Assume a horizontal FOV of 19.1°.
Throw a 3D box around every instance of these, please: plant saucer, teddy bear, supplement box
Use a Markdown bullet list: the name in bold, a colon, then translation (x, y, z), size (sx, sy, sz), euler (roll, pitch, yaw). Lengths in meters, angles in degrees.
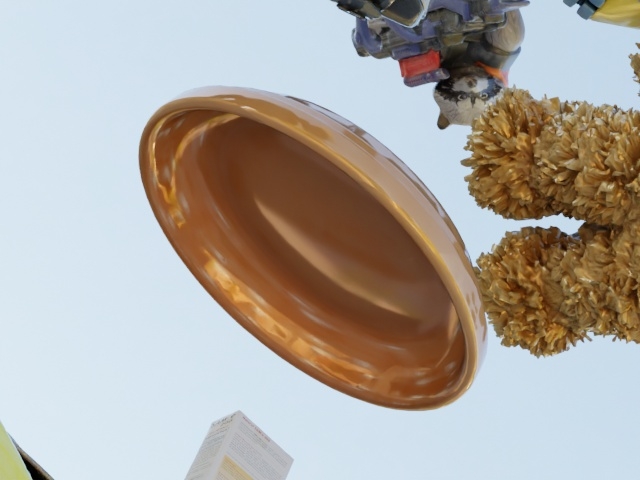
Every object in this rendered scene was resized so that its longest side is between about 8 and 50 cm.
- **plant saucer**: translation (0.000, 0.000, 0.912), size (0.200, 0.037, 0.200), euler (30, -30, 20)
- **teddy bear**: translation (0.230, -0.009, 1.109), size (0.338, 0.245, 0.113), euler (18, 11, 29)
- **supplement box**: translation (-0.066, 0.183, 1.401), size (0.062, 0.098, 0.036), euler (45, -46, -19)

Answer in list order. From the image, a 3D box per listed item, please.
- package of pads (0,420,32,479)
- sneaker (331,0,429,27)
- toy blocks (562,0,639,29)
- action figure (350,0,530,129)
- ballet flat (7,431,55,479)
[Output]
- **package of pads**: translation (-0.248, 0.206, 1.114), size (0.229, 0.101, 0.296), euler (-46, -113, 40)
- **sneaker**: translation (-0.003, -0.209, 1.398), size (0.163, 0.086, 0.226), euler (16, -2, -24)
- **toy blocks**: translation (0.310, -0.286, 1.785), size (0.381, 0.261, 0.191), euler (40, -50, -3)
- **action figure**: translation (0.171, -0.271, 1.898), size (0.178, 0.330, 0.341), euler (4, 5, -24)
- **ballet flat**: translation (-0.221, 0.239, 1.487), size (0.316, 0.107, 0.106), euler (44, -21, -10)
